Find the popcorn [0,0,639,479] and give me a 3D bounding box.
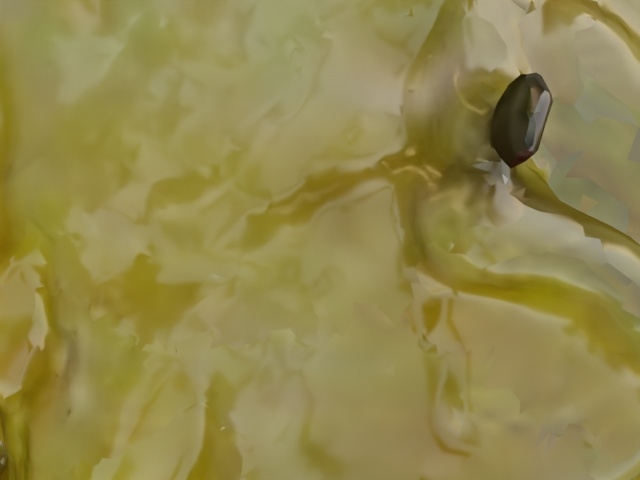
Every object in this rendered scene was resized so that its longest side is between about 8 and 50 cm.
[{"bbox_3d":[0.000,0.000,0.491,0.349,0.382,0.349,0,89,3],"label":"popcorn"}]
